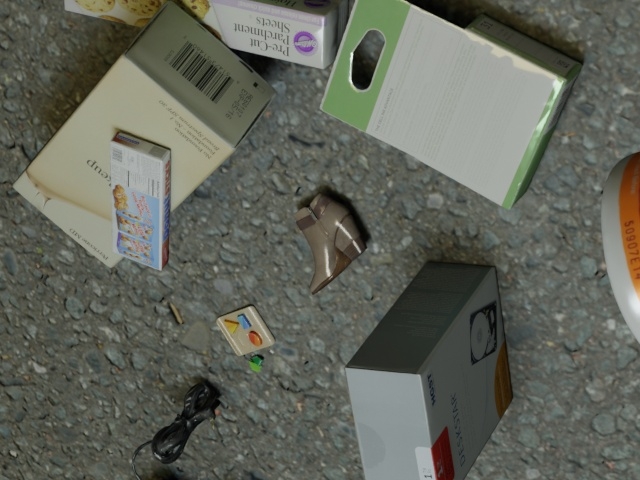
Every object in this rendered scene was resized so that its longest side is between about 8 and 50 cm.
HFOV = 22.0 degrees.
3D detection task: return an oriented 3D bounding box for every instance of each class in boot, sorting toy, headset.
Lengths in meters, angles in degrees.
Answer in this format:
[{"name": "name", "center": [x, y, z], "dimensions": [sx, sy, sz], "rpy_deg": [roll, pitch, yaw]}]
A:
[{"name": "boot", "center": [0.000, 0.000, 1.890], "dimensions": [0.087, 0.042, 0.118], "rpy_deg": [48, 128, 3]}, {"name": "sorting toy", "center": [-0.086, 0.123, 2.022], "dimensions": [0.062, 0.012, 0.083], "rpy_deg": [-22, 105, 36]}, {"name": "headset", "center": [-0.147, 0.374, 2.155], "dimensions": [0.243, 0.185, 0.394], "rpy_deg": [11, 138, 27]}]

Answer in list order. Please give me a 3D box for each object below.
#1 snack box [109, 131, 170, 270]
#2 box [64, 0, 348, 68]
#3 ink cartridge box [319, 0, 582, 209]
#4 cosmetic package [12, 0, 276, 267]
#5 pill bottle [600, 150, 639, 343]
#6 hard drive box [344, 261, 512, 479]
[{"name": "snack box", "center": [-0.197, -0.041, 1.802], "dimensions": [0.064, 0.022, 0.178], "rpy_deg": [20, 139, 12]}, {"name": "box", "center": [-0.128, -0.258, 1.785], "dimensions": [0.324, 0.063, 0.067], "rpy_deg": [16, 126, 20]}, {"name": "ink cartridge box", "center": [0.132, -0.158, 1.711], "dimensions": [0.235, 0.056, 0.171], "rpy_deg": [30, 127, 14]}, {"name": "cosmetic package", "center": [-0.202, -0.112, 1.838], "dimensions": [0.160, 0.113, 0.309], "rpy_deg": [40, 139, -8]}, {"name": "pill bottle", "center": [0.476, -0.023, 1.498], "dimensions": [0.392, 0.224, 0.224], "rpy_deg": [-18, 108, 35]}, {"name": "hard drive box", "center": [0.122, 0.157, 1.790], "dimensions": [0.089, 0.232, 0.181], "rpy_deg": [4, 120, 27]}]
